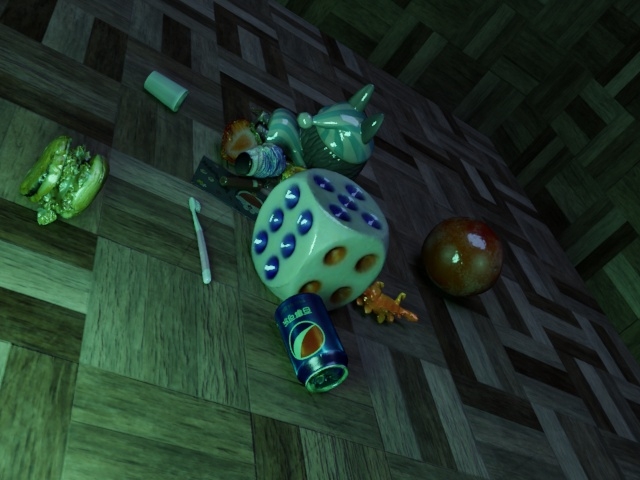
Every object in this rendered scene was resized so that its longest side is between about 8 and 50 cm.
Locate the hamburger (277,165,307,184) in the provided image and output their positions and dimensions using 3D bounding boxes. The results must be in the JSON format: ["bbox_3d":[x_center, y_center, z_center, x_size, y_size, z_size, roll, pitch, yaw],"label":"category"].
[{"bbox_3d":[-0.045,-0.151,1.984,0.166,0.087,0.137,43,27,5],"label":"hamburger"}]

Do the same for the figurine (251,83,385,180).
[{"bbox_3d":[0.022,-0.366,2.078,0.361,0.378,0.266,32,28,-19],"label":"figurine"}]

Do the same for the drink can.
[{"bbox_3d":[-0.019,0.216,1.438,0.118,0.118,0.205,14,37,-41],"label":"drink can"}]

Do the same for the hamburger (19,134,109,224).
[{"bbox_3d":[-0.492,-0.109,1.300,0.131,0.159,0.185,37,70,-29],"label":"hamburger"}]

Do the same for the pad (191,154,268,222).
[{"bbox_3d":[-0.228,-0.128,1.810,0.245,0.006,0.170,33,28,-15],"label":"pad"}]

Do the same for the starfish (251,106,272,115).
[{"bbox_3d":[-0.166,-0.412,2.271,0.130,0.041,0.133,23,32,-32],"label":"starfish"}]

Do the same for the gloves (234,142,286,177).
[{"bbox_3d":[-0.158,-0.223,1.914,0.097,0.119,0.229,37,26,9],"label":"gloves"}]

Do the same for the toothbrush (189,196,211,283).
[{"bbox_3d":[-0.276,-0.005,1.547,0.025,0.020,0.286,28,29,-37],"label":"toothbrush"}]

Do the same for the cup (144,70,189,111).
[{"bbox_3d":[-0.439,-0.428,1.931,0.116,0.074,0.104,34,3,-2],"label":"cup"}]

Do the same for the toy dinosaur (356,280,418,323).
[{"bbox_3d":[0.140,0.157,1.787,0.288,0.070,0.117,29,29,-11],"label":"toy dinosaur"}]

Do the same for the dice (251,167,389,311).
[{"bbox_3d":[0.000,0.000,1.631,0.251,0.259,0.243,13,36,-41],"label":"dice"}]

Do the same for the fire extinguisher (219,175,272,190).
[{"bbox_3d":[-0.210,-0.160,1.845,0.049,0.035,0.173,11,5,39],"label":"fire extinguisher"}]

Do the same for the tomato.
[{"bbox_3d":[0.462,0.045,2.163,0.265,0.265,0.265,30,29,-19],"label":"tomato"}]

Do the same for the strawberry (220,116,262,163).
[{"bbox_3d":[-0.237,-0.270,1.927,0.146,0.082,0.187,61,32,-13],"label":"strawberry"}]
